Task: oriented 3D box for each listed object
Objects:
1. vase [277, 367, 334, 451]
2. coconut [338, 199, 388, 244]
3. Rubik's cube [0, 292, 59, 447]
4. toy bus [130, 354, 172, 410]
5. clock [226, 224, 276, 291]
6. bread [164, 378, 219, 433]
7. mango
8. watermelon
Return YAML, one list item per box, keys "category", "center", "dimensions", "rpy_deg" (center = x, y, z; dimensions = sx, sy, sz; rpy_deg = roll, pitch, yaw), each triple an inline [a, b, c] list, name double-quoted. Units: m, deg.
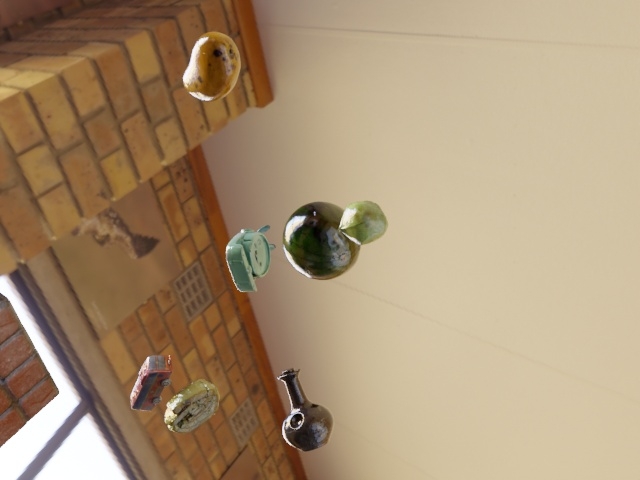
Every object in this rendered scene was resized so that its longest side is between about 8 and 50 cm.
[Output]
- category: "vase"
  center: [-0.042, 0.378, 1.383]
  dimensions: [0.120, 0.120, 0.183]
  rpy_deg: [-28, -99, 49]
- category: "coconut"
  center: [0.081, -0.034, 1.180]
  dimensions: [0.088, 0.096, 0.088]
  rpy_deg: [162, -90, -77]
- category: "Rubik's cube"
  center: [-0.759, 0.235, 1.126]
  dimensions: [0.337, 0.344, 0.344]
  rpy_deg: [28, -41, 22]
- category: "toy bus"
  center: [-0.452, 0.382, 1.632]
  dimensions: [0.192, 0.077, 0.065]
  rpy_deg: [-59, -143, 35]
- category: "clock"
  center: [-0.128, 0.025, 1.153]
  dimensions: [0.041, 0.135, 0.101]
  rpy_deg: [-4, -60, 22]
- category: "bread"
  center: [-0.333, 0.435, 1.587]
  dimensions: [0.064, 0.156, 0.118]
  rpy_deg: [23, -48, 37]
- category: "mango"
  center: [-0.231, -0.361, 1.299]
  dimensions: [0.115, 0.090, 0.178]
  rpy_deg: [49, -44, 7]
- category: "watermelon"
  center: [0.003, 0.002, 1.836]
  dimensions: [0.242, 0.242, 0.242]
  rpy_deg: [23, -44, 24]
